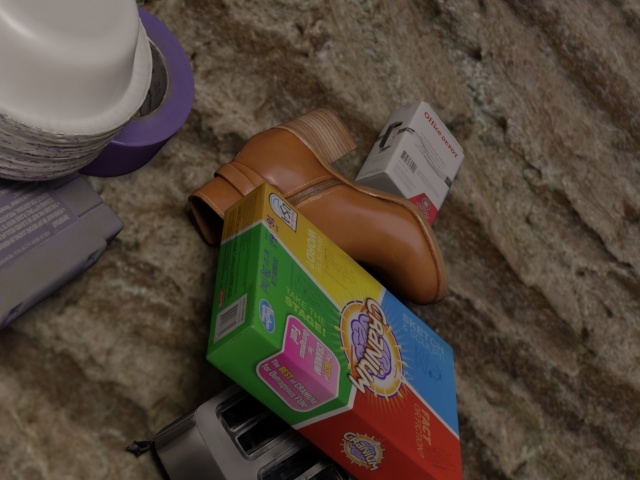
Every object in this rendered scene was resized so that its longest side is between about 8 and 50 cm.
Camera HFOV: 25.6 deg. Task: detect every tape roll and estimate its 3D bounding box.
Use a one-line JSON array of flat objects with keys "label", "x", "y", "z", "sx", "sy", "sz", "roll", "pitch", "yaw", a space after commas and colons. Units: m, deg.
[{"label": "tape roll", "x": -0.240, "y": -0.171, "z": 1.555, "sx": 0.189, "sy": 0.080, "sz": 0.189, "roll": 15, "pitch": 58, "yaw": -26}]

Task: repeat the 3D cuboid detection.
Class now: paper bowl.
[{"label": "paper bowl", "x": -0.291, "y": -0.211, "z": 1.366, "sx": 0.284, "sy": 0.148, "sz": 0.284, "roll": 26, "pitch": 43, "yaw": -27}]

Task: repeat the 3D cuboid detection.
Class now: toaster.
[{"label": "toaster", "x": -0.066, "y": 0.225, "z": 1.441, "sx": 0.186, "sy": 0.110, "sz": 0.168, "roll": -28, "pitch": 82, "yaw": -39}]

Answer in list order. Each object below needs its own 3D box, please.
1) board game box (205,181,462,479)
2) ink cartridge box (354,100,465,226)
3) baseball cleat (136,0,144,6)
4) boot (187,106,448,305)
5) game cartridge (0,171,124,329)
[{"label": "board game box", "x": 0.022, "y": 0.118, "z": 1.473, "sx": 0.316, "sy": 0.064, "sz": 0.242, "roll": 41, "pitch": 28, "yaw": -26}, {"label": "ink cartridge box", "x": 0.111, "y": -0.089, "z": 1.738, "sx": 0.099, "sy": 0.056, "sz": 0.135, "roll": 50, "pitch": 48, "yaw": -25}, {"label": "baseball cleat", "x": -0.279, "y": -0.316, "z": 1.612, "sx": 0.206, "sy": 0.072, "sz": 0.109, "roll": -10, "pitch": 65, "yaw": -40}, {"label": "boot", "x": 0.000, "y": 0.000, "z": 1.606, "sx": 0.220, "sy": 0.109, "sz": 0.283, "roll": -37, "pitch": 96, "yaw": -35}, {"label": "game cartridge", "x": -0.338, "y": -0.031, "z": 1.343, "sx": 0.230, "sy": 0.068, "sz": 0.355, "roll": 53, "pitch": 22, "yaw": -3}]
